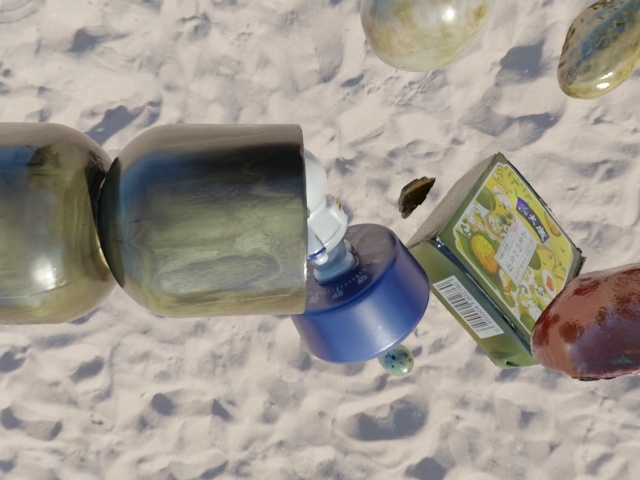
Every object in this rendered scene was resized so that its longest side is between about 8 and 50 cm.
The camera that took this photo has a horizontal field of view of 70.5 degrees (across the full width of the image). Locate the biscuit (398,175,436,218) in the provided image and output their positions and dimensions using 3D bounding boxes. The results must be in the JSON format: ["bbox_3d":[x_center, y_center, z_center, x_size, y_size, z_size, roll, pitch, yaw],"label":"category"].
[{"bbox_3d":[0.211,-0.105,1.029,0.019,0.130,0.119,42,102,26],"label":"biscuit"}]

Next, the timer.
[{"bbox_3d":[0.000,0.000,0.795,0.270,0.270,0.383,-28,119,9],"label":"timer"}]

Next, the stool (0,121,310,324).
[{"bbox_3d":[-0.146,-0.017,0.414,0.264,0.179,0.179,-1,100,-6],"label":"stool"}]

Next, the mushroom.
[{"bbox_3d":[0.237,-0.546,1.022,0.298,0.297,0.289,-2,75,5],"label":"mushroom"}]

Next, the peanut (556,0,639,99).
[{"bbox_3d":[0.405,-0.294,0.610,0.108,0.095,0.226,43,100,32],"label":"peanut"}]

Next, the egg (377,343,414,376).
[{"bbox_3d":[0.201,0.320,1.230,0.110,0.085,0.085,23,103,33],"label":"egg"}]

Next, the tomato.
[{"bbox_3d":[0.250,0.058,0.384,0.156,0.155,0.069,-17,84,8],"label":"tomato"}]

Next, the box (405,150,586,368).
[{"bbox_3d":[0.441,0.035,1.117,0.373,0.420,0.138,48,143,-4],"label":"box"}]
